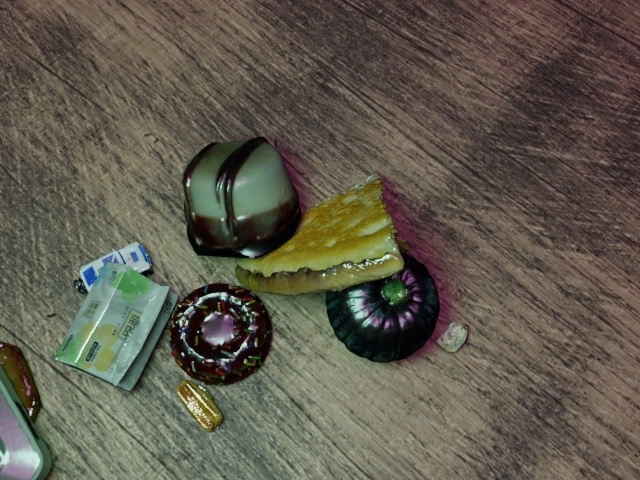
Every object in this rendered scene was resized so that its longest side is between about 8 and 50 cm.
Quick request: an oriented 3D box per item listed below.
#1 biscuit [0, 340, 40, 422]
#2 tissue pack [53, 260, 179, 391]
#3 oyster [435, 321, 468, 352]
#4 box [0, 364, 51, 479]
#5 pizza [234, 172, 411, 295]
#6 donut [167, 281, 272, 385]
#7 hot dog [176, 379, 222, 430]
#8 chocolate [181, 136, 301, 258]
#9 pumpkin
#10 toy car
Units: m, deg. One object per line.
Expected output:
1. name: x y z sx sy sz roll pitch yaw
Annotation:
1. biscuit: -0.767 0.362 1.328 0.359 0.046 0.359 0 70 -1
2. tissue pack: -0.409 0.182 1.323 0.145 0.159 0.229 1 60 45
3. oyster: 0.301 0.215 1.422 0.083 0.019 0.054 -41 74 -12
4. box: -0.772 0.410 1.240 0.373 0.090 0.367 -35 73 -14
5. pizza: -0.015 0.018 1.371 0.392 0.435 0.080 -24 111 9
6. donut: -0.223 0.197 1.381 0.235 0.089 0.235 1 71 -2
7. hot dog: -0.257 0.348 1.352 0.056 0.041 0.133 -40 81 -6
8. chocolate: -0.190 -0.113 1.394 0.284 0.186 0.283 -8 41 7
9. pumpkin: 0.141 0.126 1.331 0.248 0.248 0.248 0 70 -1
10. toy car: -0.469 0.068 1.431 0.171 0.070 0.080 -26 73 -11
